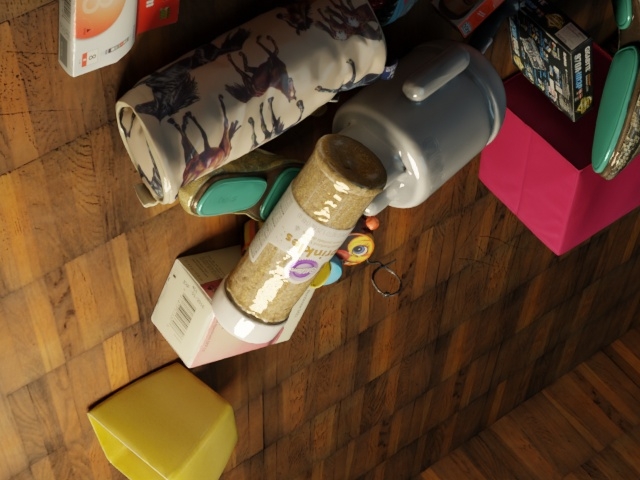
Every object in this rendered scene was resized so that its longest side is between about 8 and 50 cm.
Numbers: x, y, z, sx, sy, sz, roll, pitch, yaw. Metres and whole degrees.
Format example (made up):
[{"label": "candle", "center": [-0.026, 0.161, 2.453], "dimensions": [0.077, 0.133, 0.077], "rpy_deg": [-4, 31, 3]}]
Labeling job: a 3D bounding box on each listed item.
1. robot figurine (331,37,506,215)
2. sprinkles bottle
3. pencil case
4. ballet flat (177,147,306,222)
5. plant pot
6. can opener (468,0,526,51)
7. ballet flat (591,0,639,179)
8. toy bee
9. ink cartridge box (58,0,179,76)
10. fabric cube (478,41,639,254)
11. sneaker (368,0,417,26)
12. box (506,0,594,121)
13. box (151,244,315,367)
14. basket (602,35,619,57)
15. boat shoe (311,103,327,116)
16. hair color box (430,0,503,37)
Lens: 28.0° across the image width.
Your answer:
[{"label": "robot figurine", "center": [0.159, -0.189, 2.056], "dimensions": [0.353, 0.200, 0.300], "rpy_deg": [-41, 166, -27]}, {"label": "sprinkles bottle", "center": [-0.037, 0.002, 1.953], "dimensions": [0.121, 0.121, 0.355], "rpy_deg": [-8, 143, -47]}, {"label": "pencil case", "center": [-0.095, -0.205, 1.785], "dimensions": [0.410, 0.160, 0.183], "rpy_deg": [-32, 136, -19]}, {"label": "ballet flat", "center": [-0.110, -0.094, 1.973], "dimensions": [0.348, 0.123, 0.123], "rpy_deg": [0, 131, -56]}, {"label": "plant pot", "center": [-0.267, 0.351, 2.326], "dimensions": [0.187, 0.212, 0.212], "rpy_deg": [-45, 155, -24]}, {"label": "can opener", "center": [0.287, -0.369, 2.160], "dimensions": [0.059, 0.073, 0.186], "rpy_deg": [-53, 172, -44]}, {"label": "ballet flat", "center": [0.569, -0.342, 2.184], "dimensions": [0.182, 0.483, 0.164], "rpy_deg": [2, -177, -5]}, {"label": "toy bee", "center": [0.023, -0.013, 2.168], "dimensions": [0.298, 0.195, 0.162], "rpy_deg": [-6, 146, -33]}, {"label": "ink cartridge box", "center": [-0.240, -0.291, 1.603], "dimensions": [0.179, 0.045, 0.145], "rpy_deg": [-22, 147, -28]}, {"label": "fabric cube", "center": [0.477, -0.183, 2.442], "dimensions": [0.254, 0.259, 0.258], "rpy_deg": [-31, 148, -19]}, {"label": "sneaker", "center": [0.140, -0.433, 1.853], "dimensions": [0.125, 0.104, 0.262], "rpy_deg": [-28, 159, -46]}, {"label": "box", "center": [0.397, -0.326, 2.222], "dimensions": [0.051, 0.175, 0.220], "rpy_deg": [-37, 151, -7]}, {"label": "box", "center": [-0.146, 0.103, 2.189], "dimensions": [0.232, 0.127, 0.148], "rpy_deg": [-13, 140, -43]}, {"label": "basket", "center": [0.699, -0.310, 2.589], "dimensions": [0.223, 0.213, 0.299], "rpy_deg": [-42, 153, 2]}, {"label": "boat shoe", "center": [-0.021, -0.217, 1.982], "dimensions": [0.050, 0.045, 0.135], "rpy_deg": [-46, 152, 8]}, {"label": "hair color box", "center": [0.254, -0.399, 2.047], "dimensions": [0.141, 0.072, 0.043], "rpy_deg": [-44, 152, 3]}]
